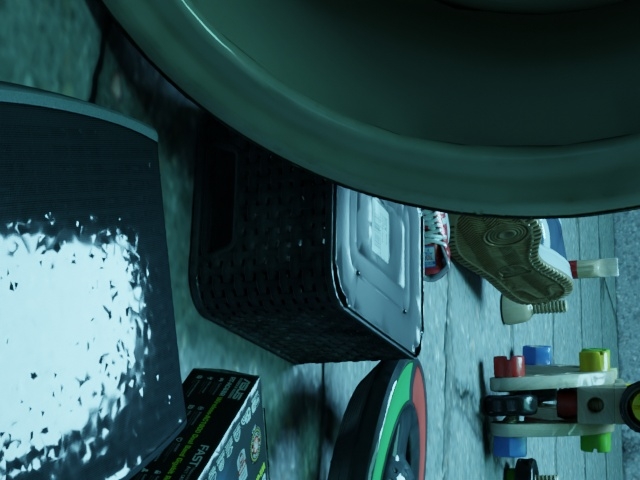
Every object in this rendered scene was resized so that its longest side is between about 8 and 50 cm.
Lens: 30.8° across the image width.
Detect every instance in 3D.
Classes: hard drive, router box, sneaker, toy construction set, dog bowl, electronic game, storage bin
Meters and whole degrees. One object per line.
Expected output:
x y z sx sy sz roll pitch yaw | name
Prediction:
-0.120 0.025 0.390 0.254 0.054 0.172 -12 96 -71 | hard drive
-0.060 0.130 0.541 0.122 0.038 0.092 -57 148 -60 | router box
0.194 -0.044 1.246 0.282 0.099 0.153 41 40 -56 | sneaker
0.332 0.152 1.372 0.257 0.237 0.309 54 36 -56 | toy construction set
0.084 -0.205 0.496 0.150 0.408 0.408 -74 152 -45 | dog bowl
0.042 0.187 0.778 0.229 0.048 0.229 5 90 -75 | electronic game
0.000 0.000 0.696 0.180 0.084 0.122 41 48 -64 | storage bin
0.091 -0.014 1.022 0.118 0.042 0.067 69 22 -44 | sneaker
